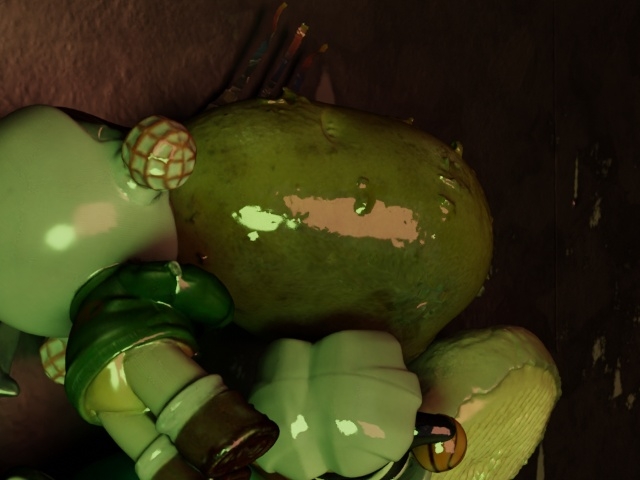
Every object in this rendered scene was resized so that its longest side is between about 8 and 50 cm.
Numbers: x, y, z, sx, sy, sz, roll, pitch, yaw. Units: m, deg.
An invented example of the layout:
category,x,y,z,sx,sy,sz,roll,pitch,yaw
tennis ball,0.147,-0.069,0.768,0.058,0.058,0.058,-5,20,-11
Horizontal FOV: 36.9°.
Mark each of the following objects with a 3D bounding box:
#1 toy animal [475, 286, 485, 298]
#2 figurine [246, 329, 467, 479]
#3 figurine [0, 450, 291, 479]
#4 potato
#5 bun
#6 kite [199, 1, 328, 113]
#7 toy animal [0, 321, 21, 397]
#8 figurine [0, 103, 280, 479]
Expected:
category,x,y,z,sx,sy,sz,roll,pitch,yaw
toy animal,0.123,0.055,1.143,0.169,0.089,0.255,5,90,-39
figurine,0.034,0.169,0.870,0.236,0.176,0.133,57,26,-53
figurine,-0.142,0.295,0.859,0.340,0.231,0.324,18,102,-52
potato,0.007,-0.015,0.916,0.359,0.219,0.270,29,117,-38
bun,0.149,0.219,1.134,0.287,0.146,0.287,-26,136,-28
kite,-0.075,-0.121,0.977,0.141,0.015,0.245,39,78,-43
toy animal,-0.358,0.195,0.704,0.367,0.081,0.206,-17,75,-41
figurine,-0.169,0.035,0.732,0.167,0.370,0.281,-11,142,-45
